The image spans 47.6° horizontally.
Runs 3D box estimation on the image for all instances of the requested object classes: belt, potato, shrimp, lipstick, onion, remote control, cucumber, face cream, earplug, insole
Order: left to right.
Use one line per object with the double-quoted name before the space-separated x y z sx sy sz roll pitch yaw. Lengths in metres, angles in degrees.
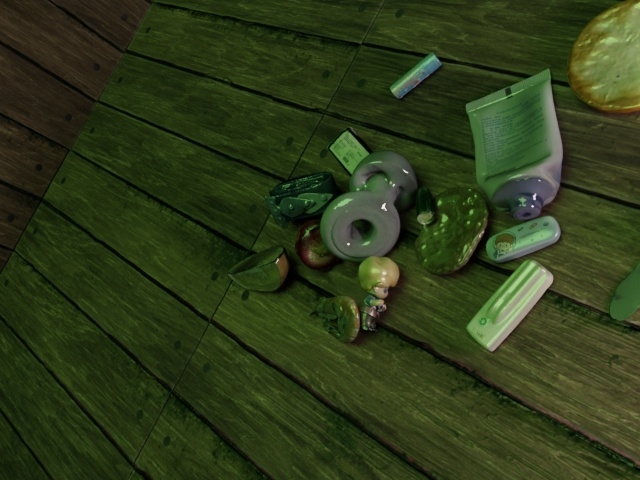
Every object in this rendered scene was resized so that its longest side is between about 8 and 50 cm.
"potato" -0.152 0.089 2.159 0.261 0.100 0.120 -15 20 49
"belt" -0.038 -0.118 2.131 0.218 0.128 0.122 -12 25 32
"onion" 0.000 0.000 2.054 0.150 0.150 0.140 -44 18 14
"shrimp" 0.039 0.211 1.931 0.223 0.047 0.126 -11 85 59
"earplug" 0.133 -0.093 1.938 0.325 0.214 0.175 -59 20 -4
"lipstick" 0.274 -0.476 2.097 0.158 0.048 0.048 -38 51 19
"cucumber" 0.268 -0.097 1.880 0.048 0.048 0.105 -22 52 29
"remote control" 0.434 0.145 1.671 0.230 0.049 0.090 -52 45 9
"face cream" 0.479 -0.233 1.786 0.235 0.137 0.420 -22 49 31
"insole" 0.675 0.088 1.536 0.064 0.004 0.188 37 94 42

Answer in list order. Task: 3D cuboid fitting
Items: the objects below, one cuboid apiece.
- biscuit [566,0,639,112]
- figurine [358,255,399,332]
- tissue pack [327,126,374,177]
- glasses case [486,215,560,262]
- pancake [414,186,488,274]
"biscuit" 0.698 -0.435 1.744 0.204 0.040 0.309 -3 67 37
"figurine" 0.143 0.138 1.871 0.108 0.114 0.196 3 80 29
"tissue pack" 0.103 -0.239 2.091 0.103 0.090 0.170 -45 50 13
"glasses case" 0.476 -0.002 1.710 0.178 0.045 0.067 -24 55 28
"pancake" 0.331 -0.023 1.834 0.222 0.042 0.236 -16 55 42
